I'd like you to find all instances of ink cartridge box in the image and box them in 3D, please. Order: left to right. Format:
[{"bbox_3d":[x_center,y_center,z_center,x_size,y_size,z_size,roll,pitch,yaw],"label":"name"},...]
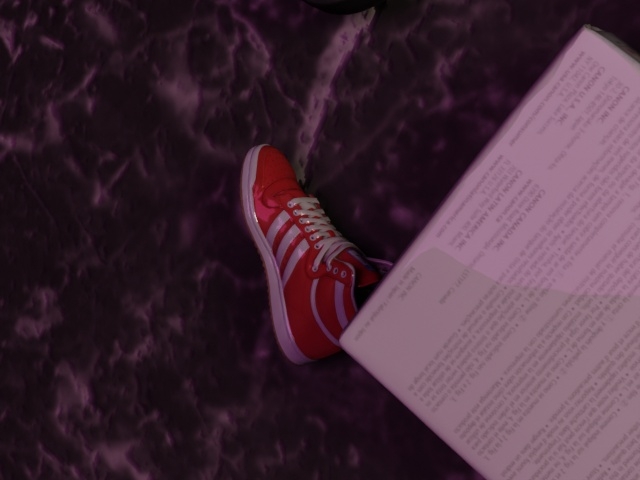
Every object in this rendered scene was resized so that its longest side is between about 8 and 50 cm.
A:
[{"bbox_3d":[0.147,0.050,0.606,0.232,0.066,0.189,41,110,11],"label":"ink cartridge box"}]

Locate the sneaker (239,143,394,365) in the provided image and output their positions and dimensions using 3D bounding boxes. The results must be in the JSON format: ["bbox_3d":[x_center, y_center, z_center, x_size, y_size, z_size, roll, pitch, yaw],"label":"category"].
[{"bbox_3d":[0.000,0.000,0.714,0.067,0.042,0.118,-20,81,38],"label":"sneaker"}]

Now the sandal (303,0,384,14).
[{"bbox_3d":[0.054,-0.332,0.669,0.168,0.107,0.445,31,104,35],"label":"sandal"}]
